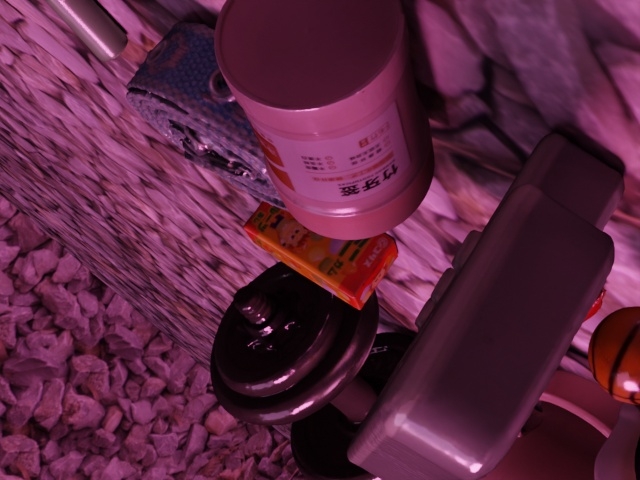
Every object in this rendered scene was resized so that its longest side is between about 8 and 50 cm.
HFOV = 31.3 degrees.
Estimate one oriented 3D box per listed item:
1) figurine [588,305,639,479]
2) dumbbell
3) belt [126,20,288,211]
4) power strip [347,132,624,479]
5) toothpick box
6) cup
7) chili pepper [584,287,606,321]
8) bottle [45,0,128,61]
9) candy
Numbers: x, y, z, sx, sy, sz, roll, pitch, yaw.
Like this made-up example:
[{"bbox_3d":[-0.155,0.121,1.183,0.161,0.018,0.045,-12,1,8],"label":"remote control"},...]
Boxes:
[{"bbox_3d":[0.233,0.123,0.661,0.176,0.133,0.236,40,167,28],"label":"figurine"},{"bbox_3d":[0.011,0.133,1.132,0.192,0.192,0.290,20,159,51],"label":"dumbbell"},{"bbox_3d":[-0.060,-0.083,0.809,0.147,0.082,0.163,40,168,-31],"label":"belt"},{"bbox_3d":[0.087,0.036,0.594,0.059,0.193,0.265,32,166,6],"label":"power strip"},{"bbox_3d":[0.008,-0.074,0.626,0.098,0.098,0.149,31,164,23],"label":"toothpick box"},{"bbox_3d":[0.235,0.222,0.927,0.200,0.191,0.253,19,132,44],"label":"cup"},{"bbox_3d":[0.164,0.053,0.817,0.045,0.027,0.178,39,165,-6],"label":"chili pepper"},{"bbox_3d":[-0.191,-0.181,0.916,0.030,0.030,0.083,20,158,52],"label":"bottle"},{"bbox_3d":[0.000,0.000,0.979,0.122,0.062,0.038,32,167,19],"label":"candy"}]
